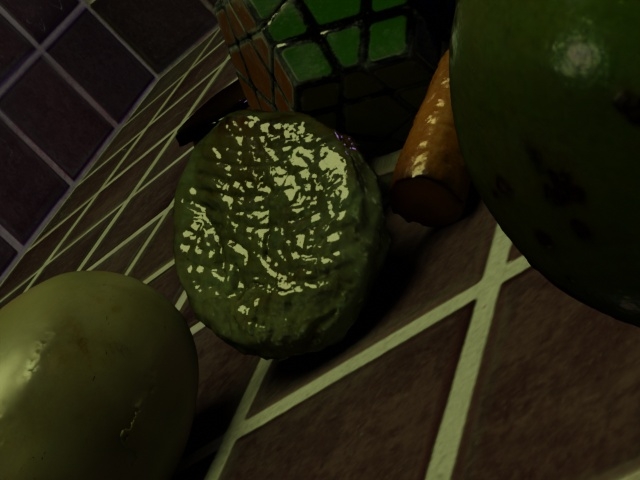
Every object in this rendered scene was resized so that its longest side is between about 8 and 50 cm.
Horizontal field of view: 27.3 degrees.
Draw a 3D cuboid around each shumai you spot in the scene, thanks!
[{"bbox_3d":[0.000,0.000,1.248,0.222,0.204,0.272,-40,51,25],"label":"shumai"}]

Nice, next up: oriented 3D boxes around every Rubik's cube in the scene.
[{"bbox_3d":[0.046,-0.234,1.400,0.264,0.319,0.319,4,47,42],"label":"Rubik's cube"}]

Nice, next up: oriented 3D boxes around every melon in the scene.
[{"bbox_3d":[-0.236,0.171,1.180,0.223,0.223,0.317,-27,26,48],"label":"melon"}]

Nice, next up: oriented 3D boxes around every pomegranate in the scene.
[{"bbox_3d":[0.210,-0.080,0.590,0.291,0.291,0.323,-45,15,0],"label":"pomegranate"}]

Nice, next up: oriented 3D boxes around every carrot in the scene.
[{"bbox_3d":[0.115,-0.115,1.207,0.072,0.072,0.205,-26,42,50],"label":"carrot"}]

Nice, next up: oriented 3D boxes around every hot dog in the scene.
[{"bbox_3d":[-0.084,-0.188,1.965,0.194,0.107,0.326,-16,21,42],"label":"hot dog"}]

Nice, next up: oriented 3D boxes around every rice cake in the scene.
[{"bbox_3d":[0.082,-0.072,1.327,0.036,0.047,0.207,-60,19,-21],"label":"rice cake"}]
